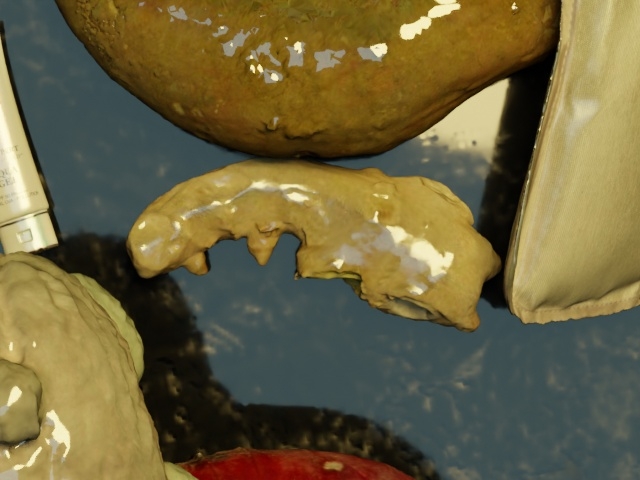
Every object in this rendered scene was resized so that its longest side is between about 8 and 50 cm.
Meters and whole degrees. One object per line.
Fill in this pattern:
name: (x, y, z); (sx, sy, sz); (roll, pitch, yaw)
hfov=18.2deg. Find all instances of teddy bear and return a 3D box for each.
teddy bear: (-0.178, 0.116, 0.764); (0.267, 0.151, 0.236); (-34, 63, 17)

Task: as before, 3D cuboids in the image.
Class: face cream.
face cream: (-0.153, -0.047, 0.937); (0.038, 0.020, 0.115); (-18, 88, 0)

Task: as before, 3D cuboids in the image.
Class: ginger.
ginger: (-0.001, -0.004, 0.929); (0.173, 0.051, 0.069); (9, 85, 4)

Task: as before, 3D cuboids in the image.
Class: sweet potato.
sweet potato: (-0.012, -0.099, 0.902); (0.310, 0.098, 0.124); (11, 83, -3)

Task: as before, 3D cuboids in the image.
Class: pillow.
pillow: (0.140, -0.075, 0.895); (0.130, 0.038, 0.233); (-3, 107, -44)

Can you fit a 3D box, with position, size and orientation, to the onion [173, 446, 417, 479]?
onion: (-0.023, 0.213, 0.857); (0.246, 0.190, 0.246); (3, 66, -6)
